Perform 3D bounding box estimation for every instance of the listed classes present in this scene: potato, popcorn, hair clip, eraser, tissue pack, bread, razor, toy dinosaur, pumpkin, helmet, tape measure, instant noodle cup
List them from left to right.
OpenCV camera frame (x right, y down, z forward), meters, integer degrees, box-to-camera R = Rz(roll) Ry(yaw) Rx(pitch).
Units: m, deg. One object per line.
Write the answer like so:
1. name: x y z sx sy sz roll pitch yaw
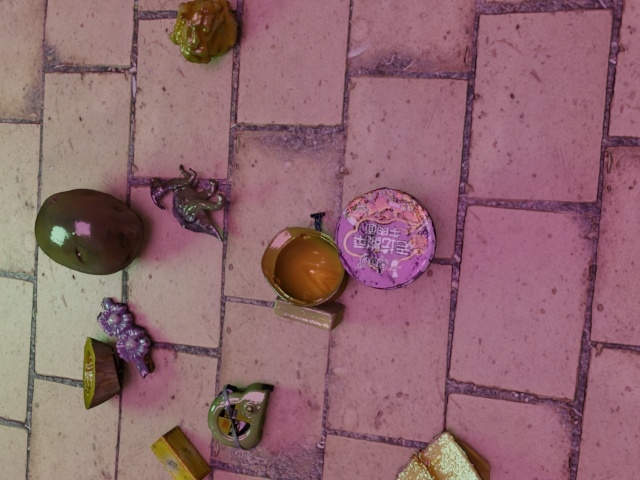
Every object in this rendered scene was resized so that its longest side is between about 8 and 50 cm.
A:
1. potato: -0.688 -0.029 1.806 0.326 0.221 0.243 16 131 17
2. pumpkin: -0.662 0.401 1.874 0.110 0.217 0.217 2 94 -23
3. hair clip: -0.591 0.289 1.880 0.106 0.084 0.292 -37 77 -3
4. tissue pack: -0.414 0.649 1.828 0.062 0.095 0.176 -43 81 14
5. toy dinosaur: -0.377 -0.120 1.797 0.294 0.077 0.162 39 107 26
6. popcorn: -0.325 -0.594 1.705 0.197 0.197 0.155 -45 79 13
7. tape measure: -0.233 0.504 1.767 0.175 0.106 0.200 9 97 2
8. eraser: -0.031 0.191 1.687 0.172 0.117 0.058 14 101 15
9. helmet: -0.019 0.086 1.652 0.257 0.140 0.205 29 85 34
10. razor: -0.001 0.000 1.715 0.044 0.028 0.154 -8 90 16
11. instant noodle cup: 0.181 -0.006 1.578 0.251 0.190 0.251 1 92 16
12. bread: 0.304 0.636 1.601 0.178 0.135 0.240 40 104 11
